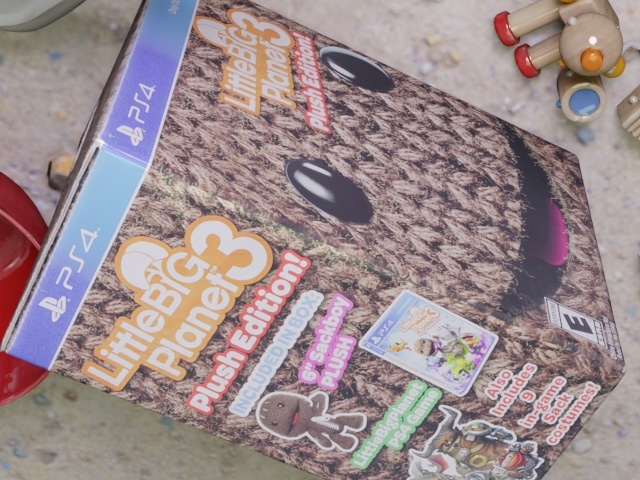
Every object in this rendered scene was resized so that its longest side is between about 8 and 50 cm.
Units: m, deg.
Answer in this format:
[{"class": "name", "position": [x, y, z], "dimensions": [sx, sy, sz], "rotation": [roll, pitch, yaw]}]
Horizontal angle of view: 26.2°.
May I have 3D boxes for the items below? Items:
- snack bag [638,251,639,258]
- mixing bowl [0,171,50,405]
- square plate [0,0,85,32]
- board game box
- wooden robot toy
[{"class": "snack bag", "position": [0.431, 0.050, 0.914], "dimensions": [0.343, 0.037, 0.323], "rotation": [-29, 117, 21]}, {"class": "mixing bowl", "position": [-0.244, 0.013, 0.886], "dimensions": [0.182, 0.098, 0.181], "rotation": [1, 123, 2]}, {"class": "square plate", "position": [-0.220, -0.173, 0.609], "dimensions": [0.344, 0.049, 0.347], "rotation": [13, 168, -30]}, {"class": "board game box", "position": [0.000, 0.000, 0.786], "dimensions": [0.291, 0.232, 0.141], "rotation": [23, 121, -13]}, {"class": "wooden robot toy", "position": [0.150, -0.109, 0.797], "dimensions": [0.076, 0.079, 0.173], "rotation": [-29, 117, 20]}]
